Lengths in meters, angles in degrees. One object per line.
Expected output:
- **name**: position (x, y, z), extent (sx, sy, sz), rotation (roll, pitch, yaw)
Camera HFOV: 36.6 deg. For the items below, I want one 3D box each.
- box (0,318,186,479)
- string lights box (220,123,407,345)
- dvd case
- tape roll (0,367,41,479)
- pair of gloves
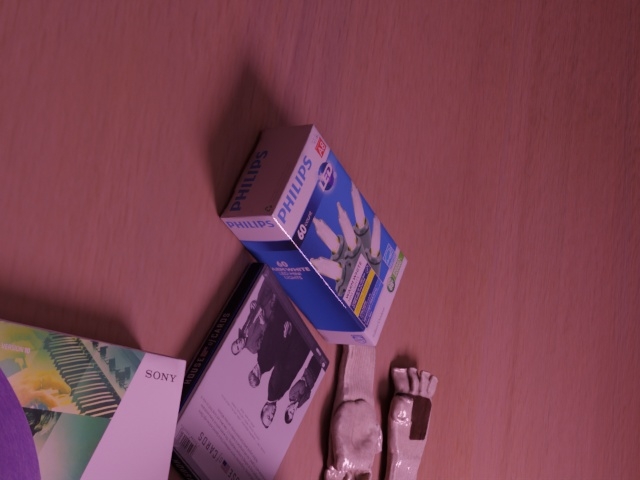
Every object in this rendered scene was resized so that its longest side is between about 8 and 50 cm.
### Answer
- **box**: position (-0.228, 0.238, 0.809), extent (0.232, 0.058, 0.322), rotation (24, 69, -54)
- **string lights box**: position (0.000, 0.000, 1.139), extent (0.259, 0.077, 0.133), rotation (52, 50, -42)
- **dvd case**: position (-0.079, 0.170, 1.060), extent (0.179, 0.029, 0.238), rotation (61, 44, -36)
- **tape roll**: position (-0.299, 0.136, 0.561), extent (0.275, 0.090, 0.275), rotation (43, 26, -27)
- **pair of gloves**: position (0.085, 0.252, 1.292), extent (0.240, 0.042, 0.204), rotation (33, 63, -50)
